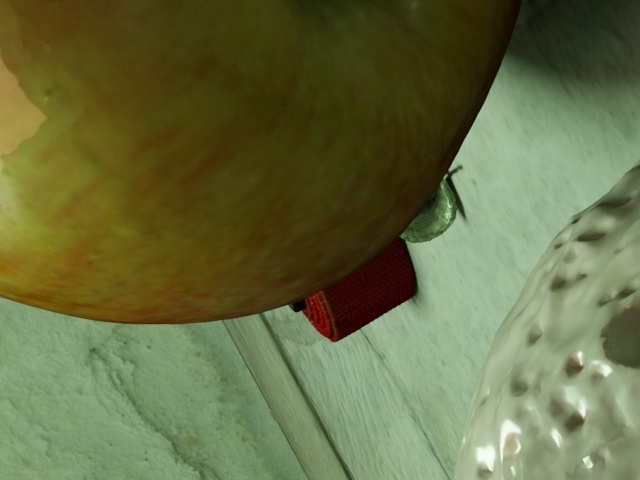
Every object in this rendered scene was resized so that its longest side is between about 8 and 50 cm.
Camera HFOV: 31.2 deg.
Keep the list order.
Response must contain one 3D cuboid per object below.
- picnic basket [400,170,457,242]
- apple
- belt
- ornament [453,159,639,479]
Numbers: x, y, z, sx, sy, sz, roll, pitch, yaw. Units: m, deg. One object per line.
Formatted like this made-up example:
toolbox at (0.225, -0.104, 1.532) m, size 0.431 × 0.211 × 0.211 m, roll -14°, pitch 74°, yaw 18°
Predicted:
picnic basket at (0.073, -0.037, 0.921) m, size 0.083 × 0.065 × 0.083 m, roll -70°, pitch -43°, yaw -86°
apple at (-0.079, -0.144, 0.607) m, size 0.346 × 0.391 × 0.391 m, roll 18°, pitch 136°, yaw 59°
belt at (0.000, 0.000, 1.129) m, size 0.201 × 0.124 × 0.128 m, roll 65°, pitch 164°, yaw -20°
ornament at (0.179, 0.091, 0.387) m, size 0.225 × 0.259 × 0.259 m, roll 39°, pitch 155°, yaw 47°
